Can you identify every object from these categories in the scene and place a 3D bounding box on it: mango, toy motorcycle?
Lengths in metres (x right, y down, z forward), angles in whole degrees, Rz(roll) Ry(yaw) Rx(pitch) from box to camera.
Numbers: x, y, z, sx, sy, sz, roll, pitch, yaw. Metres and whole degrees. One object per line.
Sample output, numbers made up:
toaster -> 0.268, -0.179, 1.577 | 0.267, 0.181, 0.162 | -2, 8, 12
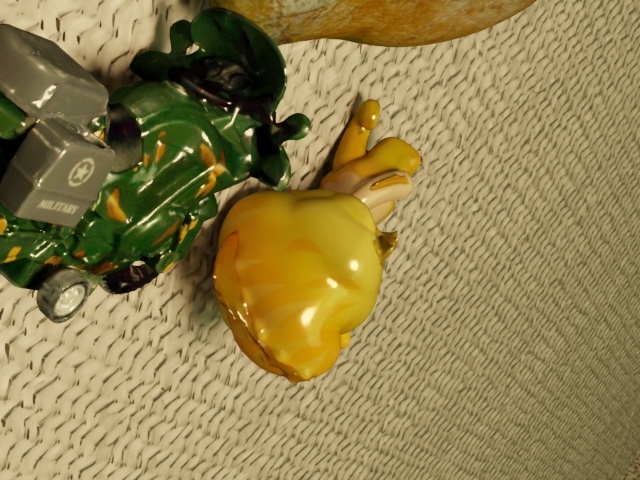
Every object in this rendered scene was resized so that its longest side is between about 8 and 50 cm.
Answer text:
mango -> 0.057, -0.209, 0.979 | 0.316, 0.146, 0.193 | -25, 139, -33
toy motorcycle -> -0.111, -0.051, 0.834 | 0.187, 0.124, 0.274 | -55, 158, 10

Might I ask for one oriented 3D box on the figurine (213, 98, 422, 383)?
figurine -> 0.000, 0.000, 1.136 | 0.156, 0.131, 0.246 | -28, -163, 36
